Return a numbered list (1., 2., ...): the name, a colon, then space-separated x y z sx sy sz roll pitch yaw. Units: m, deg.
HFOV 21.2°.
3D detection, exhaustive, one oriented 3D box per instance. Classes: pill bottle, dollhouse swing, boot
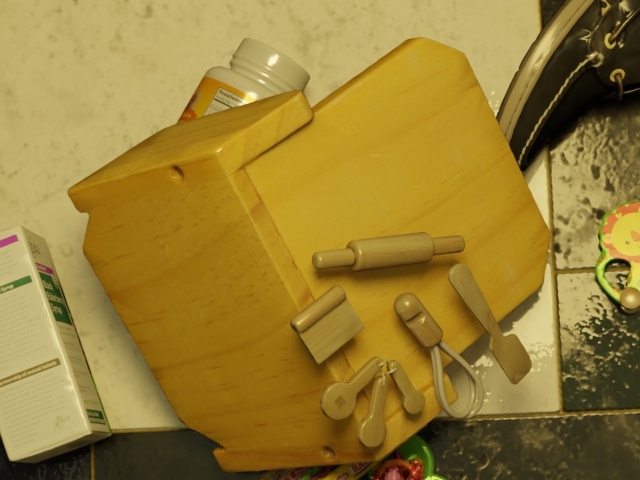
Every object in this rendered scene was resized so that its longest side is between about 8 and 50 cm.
1. pill bottle: -0.098 -0.102 1.813 0.117 0.117 0.215 29 85 10
2. dollhouse swing: 0.000 0.000 1.736 0.315 0.305 0.346 -11 114 43
3. boot: 0.379 -0.170 1.768 0.284 0.138 0.377 37 82 10

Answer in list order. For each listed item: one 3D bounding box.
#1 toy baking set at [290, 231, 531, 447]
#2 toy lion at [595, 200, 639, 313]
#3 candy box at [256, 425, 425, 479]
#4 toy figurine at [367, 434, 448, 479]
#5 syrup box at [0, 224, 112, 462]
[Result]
1. toy baking set: 0.085 0.087 1.624 0.256 0.030 0.196 -11 102 -28
2. toy lion: 0.327 0.012 1.796 0.100 0.034 0.096 -44 73 -1
3. candy box: 0.010 0.226 1.761 0.206 0.105 0.027 -38 108 -1
4. toy figurine: 0.087 0.272 1.715 0.130 0.159 0.173 -11 80 4
5. syrup box: -0.311 0.111 1.816 0.096 0.093 0.236 -20 80 3
